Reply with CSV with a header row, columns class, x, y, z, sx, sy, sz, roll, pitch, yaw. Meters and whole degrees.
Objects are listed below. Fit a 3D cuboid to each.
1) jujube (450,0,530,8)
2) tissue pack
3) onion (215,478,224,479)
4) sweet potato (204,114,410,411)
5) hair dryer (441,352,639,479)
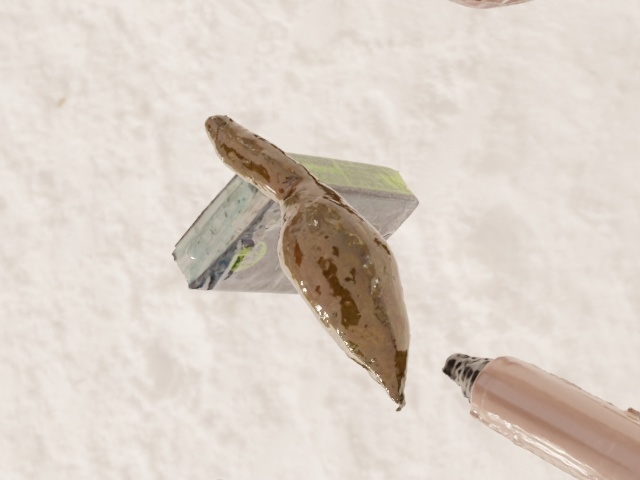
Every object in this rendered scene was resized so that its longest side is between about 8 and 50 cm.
class,x,y,z,sx,sy,sz,roll,pitch,yaw
jujube,0.153,-0.355,1.227,0.197,0.290,0.197,-36,48,53
tissue pack,-0.024,-0.014,1.237,0.173,0.235,0.073,-47,60,27
onion,-0.166,0.525,1.360,0.398,0.420,0.398,48,159,26
sweet potato,0.000,-0.003,0.831,0.075,0.075,0.269,-45,67,25
hair dryer,0.202,0.123,0.693,0.344,0.107,0.189,27,73,46
